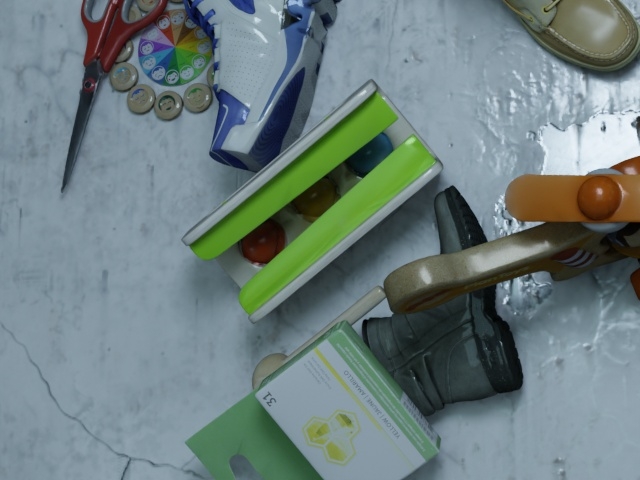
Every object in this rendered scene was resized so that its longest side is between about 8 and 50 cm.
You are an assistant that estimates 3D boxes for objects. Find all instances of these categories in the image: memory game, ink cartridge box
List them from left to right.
[{"bbox_3d":[-0.177,-0.236,1.753,0.186,0.012,0.186,-3,78,16],"label":"memory game"},{"bbox_3d":[-0.013,0.220,1.545,0.235,0.056,0.171,-38,94,13],"label":"ink cartridge box"}]

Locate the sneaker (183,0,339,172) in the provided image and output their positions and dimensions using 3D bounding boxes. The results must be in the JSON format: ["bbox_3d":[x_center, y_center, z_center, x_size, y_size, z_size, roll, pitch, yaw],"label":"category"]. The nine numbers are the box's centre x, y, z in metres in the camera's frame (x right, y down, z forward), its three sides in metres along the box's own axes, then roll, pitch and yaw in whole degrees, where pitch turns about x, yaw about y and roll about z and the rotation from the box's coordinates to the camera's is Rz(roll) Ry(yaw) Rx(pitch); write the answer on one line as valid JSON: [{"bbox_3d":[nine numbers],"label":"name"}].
[{"bbox_3d":[-0.091,-0.238,1.671,0.182,0.127,0.315,15,77,16],"label":"sneaker"}]

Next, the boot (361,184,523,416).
[{"bbox_3d":[0.114,0.072,1.574,0.161,0.083,0.246,-18,73,18],"label":"boot"}]

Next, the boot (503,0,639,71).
[{"bbox_3d":[0.230,-0.299,1.544,0.095,0.203,0.262,-44,69,5],"label":"boot"}]

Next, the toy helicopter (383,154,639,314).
[{"bbox_3d":[0.235,0.001,1.436,0.355,0.235,0.140,-18,74,-4],"label":"toy helicopter"}]

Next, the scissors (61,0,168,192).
[{"bbox_3d":[-0.283,-0.209,1.766,0.109,0.021,0.297,27,90,20],"label":"scissors"}]

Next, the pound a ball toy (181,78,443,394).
[{"bbox_3d":[0.000,0.000,1.609,0.319,0.136,0.208,-40,95,7],"label":"pound a ball toy"}]
